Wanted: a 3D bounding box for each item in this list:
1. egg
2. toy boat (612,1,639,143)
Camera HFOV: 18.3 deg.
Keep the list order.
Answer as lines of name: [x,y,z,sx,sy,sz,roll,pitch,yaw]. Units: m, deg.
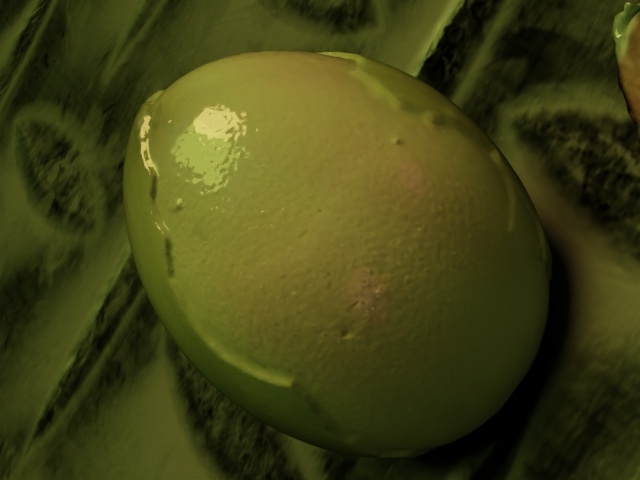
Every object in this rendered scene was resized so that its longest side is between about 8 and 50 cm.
egg: [0.000,0.000,0.959,0.183,0.217,0.183,-43,31,33]
toy boat: [0.199,-0.085,0.835,0.227,0.085,0.155,-107,30,-59]
